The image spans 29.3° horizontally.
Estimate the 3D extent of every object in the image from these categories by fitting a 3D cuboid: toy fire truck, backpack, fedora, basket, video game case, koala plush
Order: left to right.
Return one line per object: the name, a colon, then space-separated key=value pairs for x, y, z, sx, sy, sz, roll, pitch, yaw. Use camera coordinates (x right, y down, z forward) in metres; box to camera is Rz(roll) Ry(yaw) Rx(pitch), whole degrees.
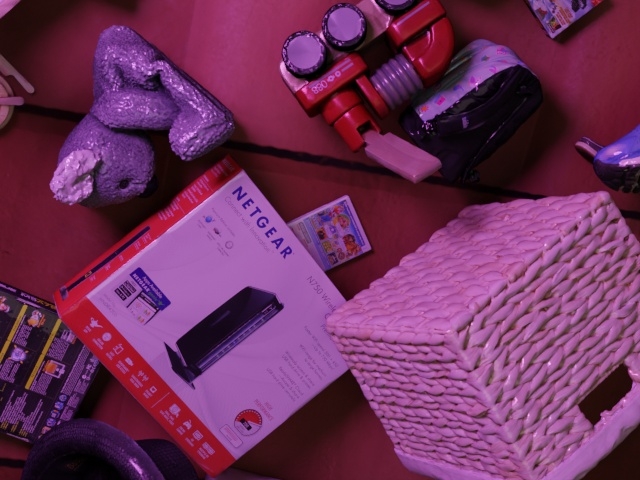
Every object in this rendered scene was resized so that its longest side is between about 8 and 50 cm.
koala plush: x=-0.249 y=-0.132 z=1.541 sx=0.203 sy=0.196 sz=0.221 roll=41 pitch=95 yaw=-7
fedora: x=-0.262 y=0.379 z=1.662 sx=0.152 sy=0.334 sz=0.334 roll=-18 pitch=114 yaw=-50
video game case: x=0.000 y=0.000 z=1.709 sx=0.122 sy=0.011 sz=0.087 roll=-25 pitch=108 yaw=-3
toy fire truck: x=0.093 y=-0.194 z=1.552 sx=0.217 sy=0.158 sz=0.246 roll=-35 pitch=86 yaw=0
backpack: x=0.202 y=-0.181 z=1.638 sx=0.182 sy=0.115 sz=0.152 roll=-41 pitch=141 yaw=6
basket: x=0.242 y=0.128 z=1.594 sx=0.328 sy=0.331 sz=0.266 roll=-38 pitch=104 yaw=-24

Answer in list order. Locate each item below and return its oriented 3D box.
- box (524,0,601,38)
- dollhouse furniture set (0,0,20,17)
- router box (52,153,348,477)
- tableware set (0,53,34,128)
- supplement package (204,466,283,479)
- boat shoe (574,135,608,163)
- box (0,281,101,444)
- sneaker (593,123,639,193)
box: x=0.314 y=-0.358 z=1.663 sx=0.094 sy=0.027 sz=0.137 roll=-36 pitch=109 yaw=2
dollhouse furniture set: x=-0.443 y=-0.407 z=1.349 sx=0.198 sy=0.286 sz=0.303 roll=-38 pitch=120 yaw=11
router box: x=-0.136 y=0.106 z=1.646 sx=0.301 sy=0.082 sz=0.335 roll=-39 pitch=116 yaw=-2
tableware set: x=-0.469 y=-0.213 z=1.542 sx=0.128 sy=0.039 sz=0.194 roll=-43 pitch=109 yaw=3
supplement package: x=-0.111 y=0.499 z=1.739 sx=0.175 sy=0.177 sz=0.293 roll=16 pitch=101 yaw=-15
boat shoe: x=0.428 y=-0.116 z=1.743 sx=0.152 sy=0.056 sz=0.049 roll=27 pitch=94 yaw=-26
box: x=-0.403 y=0.171 z=1.661 sx=0.184 sy=0.045 sz=0.190 roll=24 pitch=100 yaw=-15
sneaker: x=0.499 y=-0.187 z=1.698 sx=0.330 sy=0.130 sz=0.147 roll=-33 pitch=75 yaw=-17
